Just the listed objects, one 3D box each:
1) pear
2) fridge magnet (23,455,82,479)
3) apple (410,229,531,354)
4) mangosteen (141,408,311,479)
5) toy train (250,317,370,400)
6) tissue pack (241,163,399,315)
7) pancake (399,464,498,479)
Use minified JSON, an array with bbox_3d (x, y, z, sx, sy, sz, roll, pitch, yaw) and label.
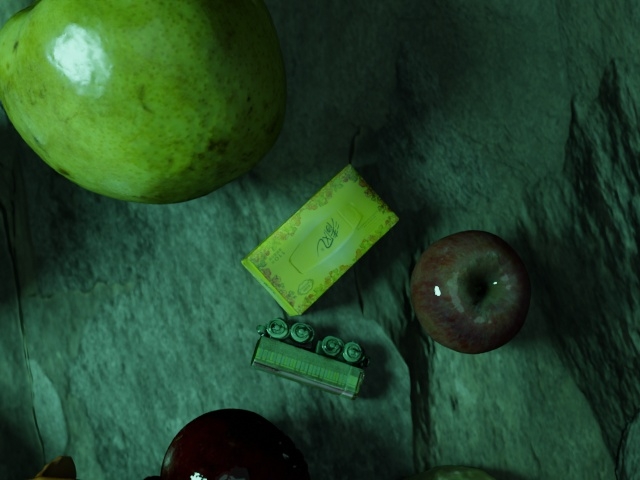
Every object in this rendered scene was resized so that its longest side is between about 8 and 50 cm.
[{"bbox_3d":[-0.175,-0.184,0.881,0.304,0.304,0.304,1,83,-13],"label":"pear"},{"bbox_3d":[-0.207,0.385,0.813,0.363,0.155,0.364,7,112,19],"label":"fridge magnet"},{"bbox_3d":[0.183,0.063,1.018,0.153,0.120,0.153,3,78,-16],"label":"apple"},{"bbox_3d":[-0.108,0.283,0.909,0.199,0.200,0.200,1,83,-13],"label":"mangosteen"},{"bbox_3d":[-0.013,0.142,1.005,0.148,0.038,0.071,20,79,-9],"label":"toy train"},{"bbox_3d":[0.000,0.000,1.012,0.176,0.062,0.095,-42,94,-13],"label":"tissue pack"},{"bbox_3d":[0.141,0.415,0.969,0.294,0.049,0.294,3,63,-7],"label":"pancake"}]
